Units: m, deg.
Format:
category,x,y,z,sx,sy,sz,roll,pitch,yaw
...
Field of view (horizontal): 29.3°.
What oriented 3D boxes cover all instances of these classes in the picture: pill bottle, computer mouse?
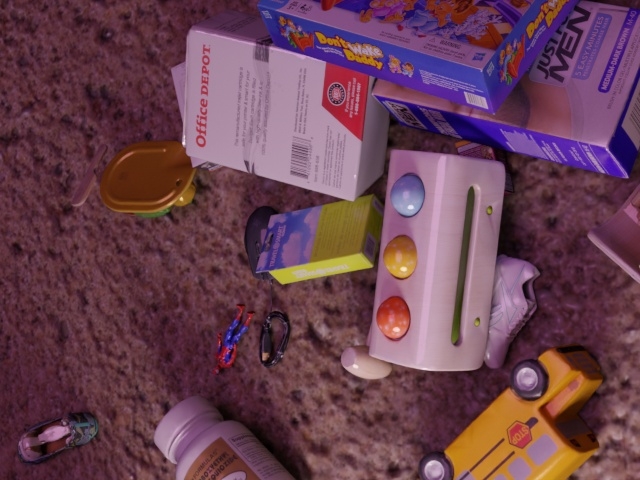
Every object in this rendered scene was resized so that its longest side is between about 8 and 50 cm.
category,x,y,z,sx,sy,sz,roll,pitch,yaw
pill bottle,-0.136,0.338,1.787,0.229,0.131,0.131,42,109,28
computer mouse,-0.083,0.068,1.824,0.071,0.041,0.242,-7,84,31

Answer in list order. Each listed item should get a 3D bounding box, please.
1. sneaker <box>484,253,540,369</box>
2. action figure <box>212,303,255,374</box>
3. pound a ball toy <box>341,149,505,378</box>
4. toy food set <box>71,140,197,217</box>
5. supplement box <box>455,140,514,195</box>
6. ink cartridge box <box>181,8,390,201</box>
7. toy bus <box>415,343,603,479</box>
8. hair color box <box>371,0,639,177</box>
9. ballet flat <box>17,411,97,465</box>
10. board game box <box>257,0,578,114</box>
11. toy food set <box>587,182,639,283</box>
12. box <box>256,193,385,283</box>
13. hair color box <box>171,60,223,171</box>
category,x,y,z,sx,sy,sz,roll,pitch,yaw
sneaker,0.247,0.097,1.602,0.061,0.053,0.152,11,92,30
action figure,-0.138,0.154,1.862,0.038,0.030,0.115,30,105,26
pound a ball toy,0.110,0.042,1.611,0.208,0.135,0.319,11,95,50
toy food set,-0.276,-0.088,1.950,0.217,0.071,0.128,3,65,31
supplement box,0.220,-0.097,1.637,0.055,0.043,0.083,-16,77,31
ink cartridge box,-0.046,-0.193,1.707,0.272,0.114,0.197,16,119,19
toy bus,0.235,0.281,1.564,0.333,0.108,0.130,-49,64,21
hair color box,0.255,-0.215,1.562,0.338,0.110,0.185,17,80,34
ballet flat,-0.456,0.328,2.033,0.188,0.070,0.070,-28,73,29
board game box,0.126,-0.308,1.535,0.347,0.078,0.233,22,64,34
toy food set,0.485,-0.057,1.435,0.220,0.092,0.306,44,109,27
box,0.000,0.000,1.746,0.178,0.042,0.109,-11,49,32
hair color box,-0.165,-0.202,1.887,0.093,0.053,0.167,-20,75,29
